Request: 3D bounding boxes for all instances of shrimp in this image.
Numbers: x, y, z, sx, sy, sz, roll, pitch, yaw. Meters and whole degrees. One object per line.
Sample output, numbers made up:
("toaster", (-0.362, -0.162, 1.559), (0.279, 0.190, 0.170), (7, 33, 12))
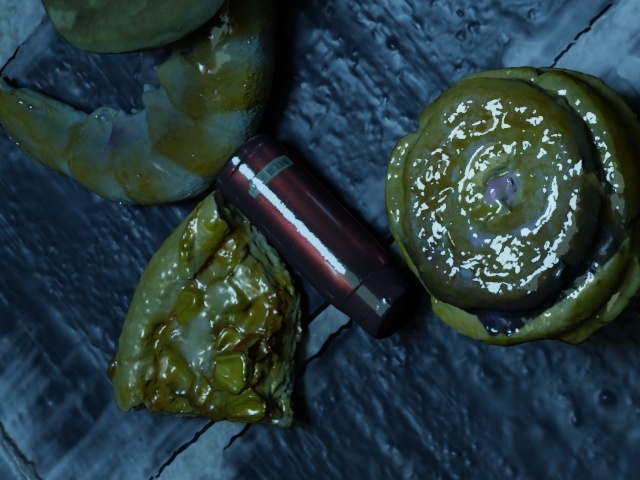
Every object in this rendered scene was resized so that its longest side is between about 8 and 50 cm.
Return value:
("shrimp", (-0.125, -0.116, 1.383), (0.287, 0.068, 0.185), (-31, 76, 36))

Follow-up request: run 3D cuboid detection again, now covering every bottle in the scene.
("bottle", (0.000, 0.000, 1.324), (0.164, 0.060, 0.060), (46, 112, 16))

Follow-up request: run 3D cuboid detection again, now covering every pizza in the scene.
("pizza", (-0.077, 0.077, 1.367), (0.161, 0.062, 0.182), (45, 111, 15))

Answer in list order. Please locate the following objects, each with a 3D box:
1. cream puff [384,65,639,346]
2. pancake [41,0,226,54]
("cream puff", (0.140, -0.020, 1.209), (0.189, 0.129, 0.189), (-3, 85, 31))
("pancake", (-0.113, -0.276, 1.310), (0.294, 0.049, 0.294), (-14, 69, 40))
